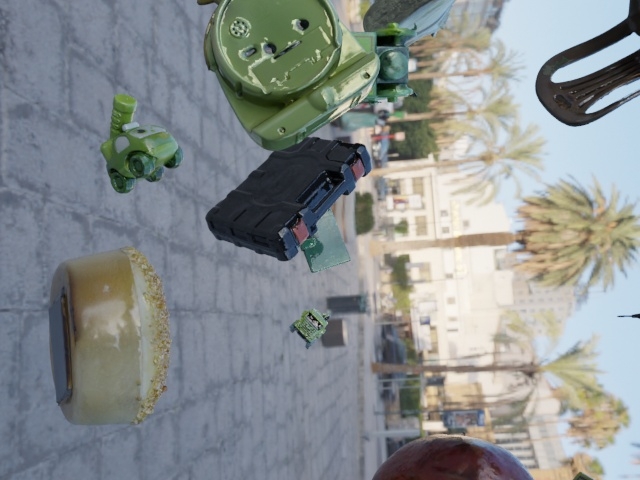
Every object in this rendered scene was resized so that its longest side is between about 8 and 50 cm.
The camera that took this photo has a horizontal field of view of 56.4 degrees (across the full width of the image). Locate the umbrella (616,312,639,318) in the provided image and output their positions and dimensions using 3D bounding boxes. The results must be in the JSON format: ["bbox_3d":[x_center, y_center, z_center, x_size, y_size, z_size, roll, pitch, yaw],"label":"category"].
[{"bbox_3d":[0.623,0.137,1.090,0.022,0.149,0.022,19,67,-54],"label":"umbrella"}]

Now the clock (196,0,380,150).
[{"bbox_3d":[-0.074,-0.316,0.947,0.308,0.235,0.096,55,-5,2],"label":"clock"}]

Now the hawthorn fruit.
[{"bbox_3d":[0.189,0.356,0.781,0.261,0.224,0.224,-49,-150,42],"label":"hawthorn fruit"}]

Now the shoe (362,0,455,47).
[{"bbox_3d":[0.256,-0.546,1.376,0.159,0.316,0.124,30,33,-58],"label":"shoe"}]

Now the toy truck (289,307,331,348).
[{"bbox_3d":[-0.022,0.222,1.559,0.077,0.100,0.169,45,-11,8],"label":"toy truck"}]

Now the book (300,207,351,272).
[{"bbox_3d":[0.000,0.000,1.381,0.017,0.103,0.135,120,-49,-71],"label":"book"}]

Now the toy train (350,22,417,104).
[{"bbox_3d":[0.084,-0.356,1.224,0.271,0.188,0.159,-133,-139,-71],"label":"toy train"}]

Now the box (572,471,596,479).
[{"bbox_3d":[0.406,0.436,0.854,0.064,0.141,0.220,46,-6,-4],"label":"box"}]

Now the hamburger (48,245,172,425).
[{"bbox_3d":[-0.331,0.151,0.956,0.302,0.170,0.302,5,-85,58],"label":"hamburger"}]

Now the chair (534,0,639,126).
[{"bbox_3d":[0.486,-0.320,0.872,0.175,0.326,0.183,-110,178,-46],"label":"chair"}]

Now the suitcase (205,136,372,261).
[{"bbox_3d":[-0.056,-0.091,1.115,0.285,0.206,0.066,-49,136,-30],"label":"suitcase"}]

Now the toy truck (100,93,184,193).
[{"bbox_3d":[-0.455,-0.223,1.449,0.210,0.187,0.148,47,38,6],"label":"toy truck"}]
